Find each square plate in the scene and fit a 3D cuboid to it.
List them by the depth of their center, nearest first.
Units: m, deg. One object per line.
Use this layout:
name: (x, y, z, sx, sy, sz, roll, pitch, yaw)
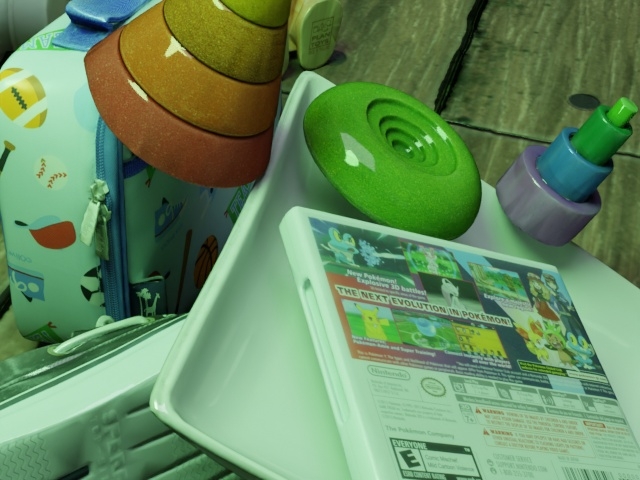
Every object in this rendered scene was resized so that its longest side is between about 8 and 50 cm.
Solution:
square plate: (0.089, 0.082, 0.741, 0.347, 0.049, 0.344, 33, 35, -10)

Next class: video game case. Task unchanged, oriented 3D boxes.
video game case: (0.083, 0.072, 0.684, 0.201, 0.023, 0.183, 12, 43, -32)

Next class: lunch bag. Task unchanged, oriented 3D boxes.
lunch bag: (-0.114, -0.073, 0.869, 0.115, 0.243, 0.303, 13, 36, 13)

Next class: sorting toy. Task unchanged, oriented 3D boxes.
sorting toy: (0.052, -0.089, 0.746, 0.365, 0.126, 0.127, 13, 41, -31)

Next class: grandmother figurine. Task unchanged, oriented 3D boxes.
grandmother figurine: (-0.127, -0.276, 1.277, 0.208, 0.104, 0.342, -18, 43, -41)

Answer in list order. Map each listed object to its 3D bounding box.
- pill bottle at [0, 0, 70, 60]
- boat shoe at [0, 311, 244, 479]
pill bottle: (-0.360, -0.223, 1.142, 0.246, 0.136, 0.136, 4, 36, 0)
boat shoe: (-0.121, 0.092, 0.743, 0.335, 0.121, 0.119, -16, 30, -34)
